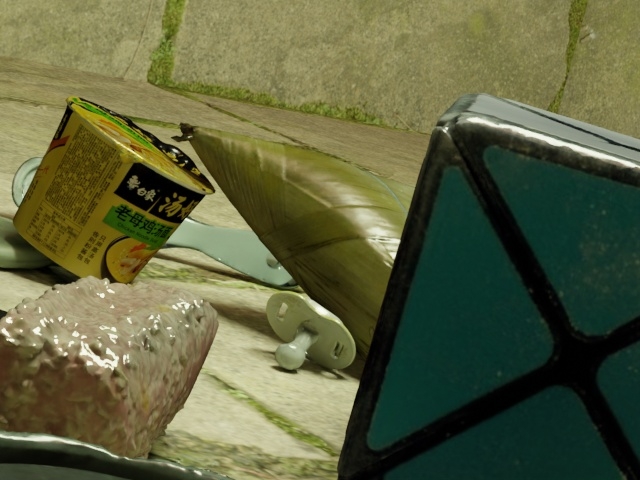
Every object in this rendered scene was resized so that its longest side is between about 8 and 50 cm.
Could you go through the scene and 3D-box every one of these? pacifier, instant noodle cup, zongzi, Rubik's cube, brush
[{"bbox_3d":[-0.016,0.081,1.452,0.083,0.068,0.064,35,47,9],"label":"pacifier"},{"bbox_3d":[-0.180,-0.035,1.558,0.151,0.122,0.151,31,8,-5],"label":"instant noodle cup"},{"bbox_3d":[0.000,0.000,1.507,0.256,0.115,0.228,27,24,-21],"label":"zongzi"},{"bbox_3d":[0.171,0.056,1.213,0.260,0.259,0.255,14,10,4],"label":"Rubik's cube"},{"bbox_3d":[-0.151,-0.010,1.769,0.297,0.068,0.060,18,-13,-1],"label":"brush"}]

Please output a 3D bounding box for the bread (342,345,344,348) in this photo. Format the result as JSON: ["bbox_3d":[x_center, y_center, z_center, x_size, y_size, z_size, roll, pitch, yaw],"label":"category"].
[{"bbox_3d":[0.035,0.073,1.599,0.070,0.035,0.083,7,18,-29],"label":"bread"}]

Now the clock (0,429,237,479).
[{"bbox_3d":[-0.096,0.156,0.821,0.281,0.055,0.280,14,9,-2],"label":"clock"}]

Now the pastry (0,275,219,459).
[{"bbox_3d":[-0.134,0.080,1.074,0.112,0.102,0.265,10,10,21],"label":"pastry"}]

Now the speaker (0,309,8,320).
[{"bbox_3d":[-0.230,0.080,1.103,0.082,0.044,0.218,18,10,21],"label":"speaker"}]

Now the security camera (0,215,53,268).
[{"bbox_3d":[-0.338,-0.029,1.521,0.157,0.080,0.301,19,8,33],"label":"security camera"}]
